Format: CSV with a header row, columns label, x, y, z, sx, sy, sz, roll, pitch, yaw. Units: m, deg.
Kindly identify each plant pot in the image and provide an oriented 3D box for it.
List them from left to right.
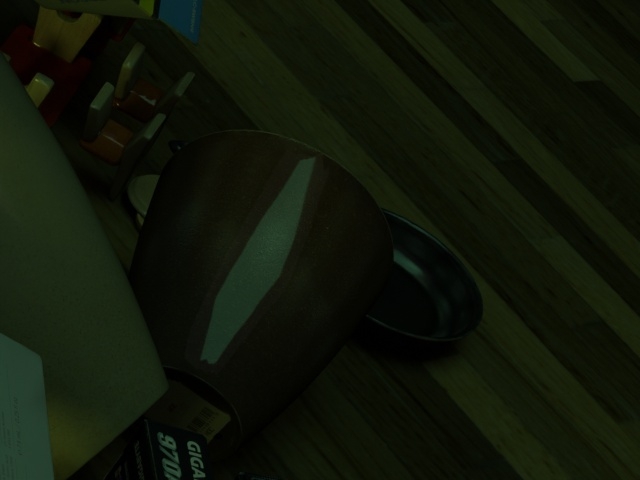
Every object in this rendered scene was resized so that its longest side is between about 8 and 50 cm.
label,x,y,z,sx,sy,sz,roll,pitch,yaw
plant pot,-0.245,0.044,1.457,0.274,0.256,0.256,49,31,-1
plant pot,-0.074,0.063,1.621,0.215,0.215,0.230,30,45,-4

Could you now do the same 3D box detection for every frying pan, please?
label,x,y,z,sx,sy,sz,roll,pitch,yaw
frying pan,0.007,0.019,1.884,0.326,0.053,0.197,15,34,-23

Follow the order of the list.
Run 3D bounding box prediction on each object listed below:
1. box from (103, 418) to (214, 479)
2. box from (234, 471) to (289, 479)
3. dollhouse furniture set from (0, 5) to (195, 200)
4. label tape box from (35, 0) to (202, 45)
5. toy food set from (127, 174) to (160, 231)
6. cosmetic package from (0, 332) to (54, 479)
label,x,y,z,sx,sy,sz,roll,pitch,yaw
box,-0.121,0.254,1.299,0.051,0.175,0.220,19,32,-27
box,0.028,0.272,1.539,0.190,0.045,0.184,15,32,-26
dollhouse furniture set,-0.257,-0.177,1.891,0.262,0.135,0.259,30,41,-3
label tape box,-0.221,-0.340,1.791,0.333,0.106,0.240,37,54,-59
toy food set,-0.143,-0.030,1.848,0.082,0.020,0.083,3,40,-40
cosmetic package,-0.268,0.152,1.063,0.284,0.097,0.377,39,24,-36
